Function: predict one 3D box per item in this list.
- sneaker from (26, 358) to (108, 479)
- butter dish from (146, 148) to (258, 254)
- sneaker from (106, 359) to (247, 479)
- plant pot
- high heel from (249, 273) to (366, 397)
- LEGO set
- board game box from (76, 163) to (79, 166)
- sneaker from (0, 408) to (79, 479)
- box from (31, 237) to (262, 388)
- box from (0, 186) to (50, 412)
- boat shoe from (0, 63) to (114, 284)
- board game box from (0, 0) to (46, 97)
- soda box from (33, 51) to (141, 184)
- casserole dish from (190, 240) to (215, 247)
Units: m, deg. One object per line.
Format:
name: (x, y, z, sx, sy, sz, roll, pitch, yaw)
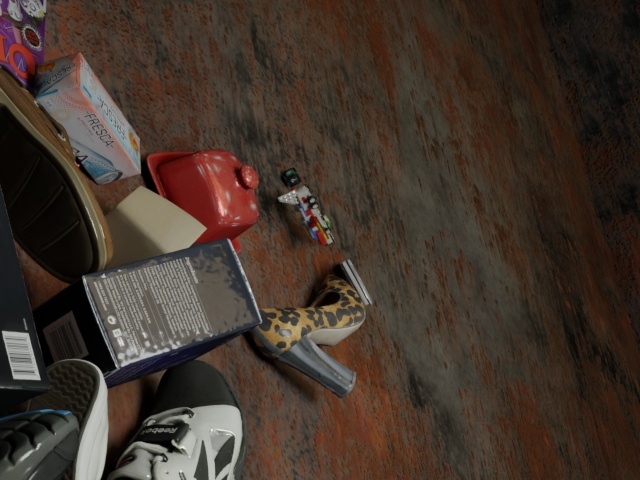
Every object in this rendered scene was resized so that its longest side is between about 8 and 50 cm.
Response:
sneaker: (-0.268, 0.266, 1.465, 0.123, 0.106, 0.290, 88, 17, -49)
butter dish: (-0.136, -0.065, 2.008, 0.160, 0.118, 0.159, -9, 74, -64)
sneaker: (-0.168, 0.251, 1.644, 0.146, 0.122, 0.330, 44, 31, -40)
plant pot: (-0.222, -0.001, 1.809, 0.096, 0.109, 0.109, 48, 27, -5)
high heel: (-0.029, 0.091, 2.126, 0.186, 0.093, 0.261, 36, 27, -22)
LEGO set: (0.000, 0.000, 2.280, 0.244, 0.060, 0.182, 62, -2, 0)
board game box: (-0.319, -0.081, 1.769, 0.133, 0.033, 0.168, 59, 26, -10)
sneaker: (-0.320, 0.280, 1.320, 0.341, 0.125, 0.139, -49, 123, -45)
box: (-0.196, 0.088, 1.636, 0.207, 0.153, 0.108, -16, 80, -41)
box: (-0.374, 0.046, 1.366, 0.103, 0.184, 0.261, 11, 57, -56)
boat shoe: (-0.313, -0.091, 1.645, 0.307, 0.111, 0.104, 55, 26, 7)
board game box: (-0.453, -0.321, 1.725, 0.347, 0.056, 0.208, 38, 40, -44)
soda box: (-0.282, -0.146, 1.813, 0.183, 0.063, 0.058, 60, 19, -52)
casserole dish: (-0.172, 0.069, 1.860, 0.188, 0.037, 0.114, -51, 149, -62)
